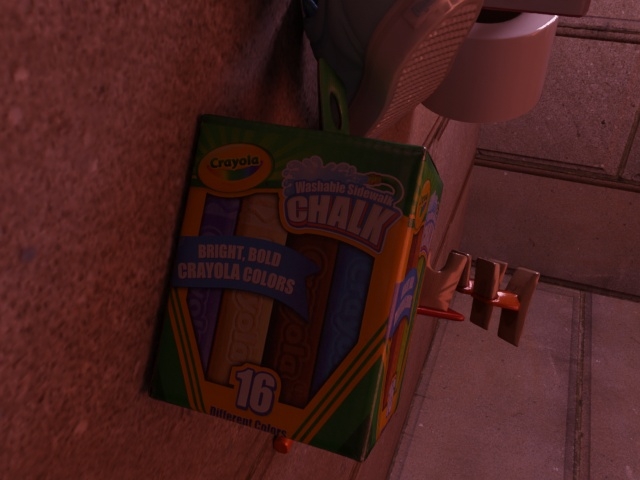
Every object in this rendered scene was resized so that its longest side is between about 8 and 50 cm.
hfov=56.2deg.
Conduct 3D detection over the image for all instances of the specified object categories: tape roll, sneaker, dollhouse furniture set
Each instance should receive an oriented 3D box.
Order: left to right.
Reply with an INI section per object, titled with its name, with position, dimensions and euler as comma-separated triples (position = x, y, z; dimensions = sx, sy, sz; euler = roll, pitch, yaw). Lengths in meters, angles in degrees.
[sneaker]
position = 0.048, -0.203, 0.618
dimensions = 0.135, 0.150, 0.366
euler = -37, 176, -12
[dollhouse furniture set]
position = 0.090, 0.062, 0.764
dimensions = 0.259, 0.262, 0.135
euler = -152, -105, -75
[tape roll]
position = 0.292, -0.351, 1.088
dimensions = 0.169, 0.246, 0.246
euler = 84, 25, -47

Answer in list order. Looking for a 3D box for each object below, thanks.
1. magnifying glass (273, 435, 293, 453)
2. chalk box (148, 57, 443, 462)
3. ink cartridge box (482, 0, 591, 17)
[magnifying glass]
position = -0.014, 0.211, 0.891
dimensions = 0.231, 0.026, 0.092
euler = -61, 157, -47
[chalk box]
position = 0.000, 0.000, 0.511
dimensions = 0.180, 0.179, 0.289
euler = 5, 97, -74
[ink cartridge box]
position = 0.270, -0.527, 0.824
dimensions = 0.160, 0.279, 0.384
euler = 48, 57, -68
